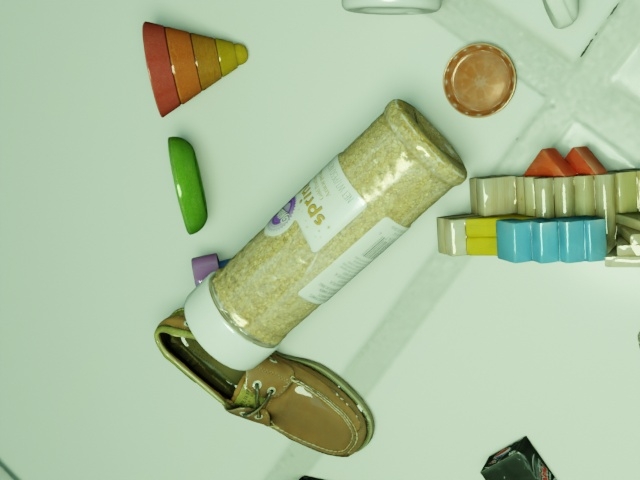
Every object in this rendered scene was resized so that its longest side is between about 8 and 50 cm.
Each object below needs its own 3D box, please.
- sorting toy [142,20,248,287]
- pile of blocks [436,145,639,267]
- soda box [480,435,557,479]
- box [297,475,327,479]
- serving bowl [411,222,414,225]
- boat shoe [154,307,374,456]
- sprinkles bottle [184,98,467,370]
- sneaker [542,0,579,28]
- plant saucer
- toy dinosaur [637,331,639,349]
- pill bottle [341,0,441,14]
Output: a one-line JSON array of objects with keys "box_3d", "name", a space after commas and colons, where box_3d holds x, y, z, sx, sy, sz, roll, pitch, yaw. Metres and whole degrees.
[{"box_3d": [-0.129, -0.105, 1.081, 0.126, 0.127, 0.365, -12, 97, -4], "name": "sorting toy"}, {"box_3d": [0.285, -0.040, 0.863, 0.362, 0.149, 0.112, -2, 98, 25], "name": "pile of blocks"}, {"box_3d": [0.261, 0.318, 0.986, 0.060, 0.053, 0.169, -37, 84, 24], "name": "soda box"}, {"box_3d": [0.074, 0.483, 1.085, 0.257, 0.079, 0.322, 6, 101, 25], "name": "box"}, {"box_3d": [0.084, -0.049, 1.017, 0.083, 0.027, 0.083, 4, 99, 24], "name": "serving bowl"}, {"box_3d": [-0.081, 0.191, 1.088, 0.307, 0.104, 0.110, 28, 108, 17], "name": "boat shoe"}, {"box_3d": [0.000, 0.000, 0.972, 0.355, 0.121, 0.121, -43, 81, 19], "name": "sprinkles bottle"}, {"box_3d": [0.257, -0.330, 0.872, 0.094, 0.080, 0.212, -9, 94, 13], "name": "sneaker"}, {"box_3d": [0.180, -0.181, 0.960, 0.083, 0.013, 0.083, 4, 101, 24], "name": "plant saucer"}, {"box_3d": [0.447, 0.188, 0.881, 0.268, 0.064, 0.118, 25, 101, 15], "name": "toy dinosaur"}, {"box_3d": [0.080, -0.345, 0.924, 0.112, 0.112, 0.186, 6, 101, 23], "name": "pill bottle"}]
